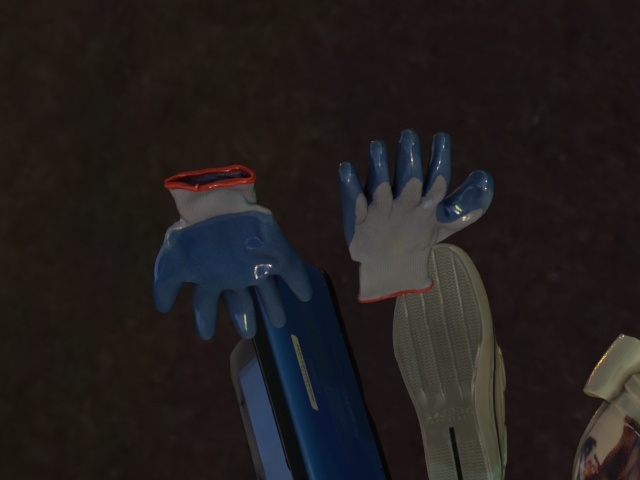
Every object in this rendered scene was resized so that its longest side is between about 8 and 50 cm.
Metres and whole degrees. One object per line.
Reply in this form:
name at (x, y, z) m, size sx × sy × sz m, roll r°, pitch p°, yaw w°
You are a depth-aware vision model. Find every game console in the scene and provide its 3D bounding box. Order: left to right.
game console at (-0.044, 0.176, 1.526) m, size 0.173 × 0.250 × 0.293 m, roll -27°, pitch 63°, yaw 18°

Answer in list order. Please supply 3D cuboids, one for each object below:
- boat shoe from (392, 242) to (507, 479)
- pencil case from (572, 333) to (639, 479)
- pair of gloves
boat shoe at (0.110, 0.113, 1.362) m, size 0.083 × 0.076 × 0.226 m, roll -2°, pitch 95°, yaw 20°
pencil case at (0.289, 0.196, 0.848) m, size 0.160 × 0.183 × 0.410 m, roll -37°, pitch 36°, yaw -5°
pair of gloves at (0.000, 0.000, 0.930) m, size 0.159 × 0.198 × 0.023 m, roll 87°, pitch 172°, yaw -56°
